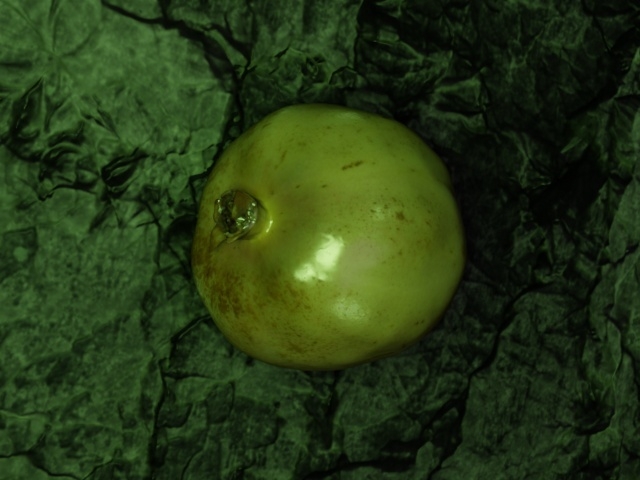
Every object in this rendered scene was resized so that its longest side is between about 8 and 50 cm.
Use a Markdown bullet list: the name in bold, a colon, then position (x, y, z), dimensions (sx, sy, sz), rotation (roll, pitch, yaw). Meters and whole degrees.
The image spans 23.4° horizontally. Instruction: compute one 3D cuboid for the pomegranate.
- **pomegranate**: position (0.000, 0.000, 1.683), dimensions (0.319, 0.319, 0.319), rotation (-8, 106, -31)
